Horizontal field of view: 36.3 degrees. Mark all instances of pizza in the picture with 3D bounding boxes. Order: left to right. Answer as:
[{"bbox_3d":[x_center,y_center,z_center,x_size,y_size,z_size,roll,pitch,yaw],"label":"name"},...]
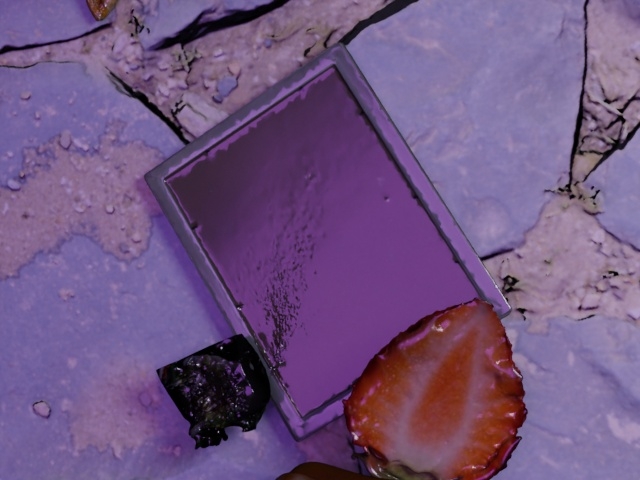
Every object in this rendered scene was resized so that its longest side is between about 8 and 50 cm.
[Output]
[{"bbox_3d":[-0.217,-0.256,0.962,0.037,0.016,0.083,1,86,8],"label":"pizza"}]

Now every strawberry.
[{"bbox_3d":[0.096,0.126,0.818,0.147,0.082,0.187,19,105,-6],"label":"strawberry"}]

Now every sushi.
[{"bbox_3d":[-0.087,0.136,0.879,0.083,0.056,0.084,-28,81,24],"label":"sushi"}]

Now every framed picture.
[{"bbox_3d":[0.000,0.000,0.894,0.232,0.019,0.296,-32,79,10],"label":"framed picture"}]

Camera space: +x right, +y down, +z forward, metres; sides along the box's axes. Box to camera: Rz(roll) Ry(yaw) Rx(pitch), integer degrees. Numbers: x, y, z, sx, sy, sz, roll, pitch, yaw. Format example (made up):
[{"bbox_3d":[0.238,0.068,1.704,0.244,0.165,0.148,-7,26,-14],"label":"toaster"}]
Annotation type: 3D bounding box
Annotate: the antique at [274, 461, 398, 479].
[{"bbox_3d":[0.011,0.318,0.801,0.224,0.129,0.278,4,98,21],"label":"antique"}]
